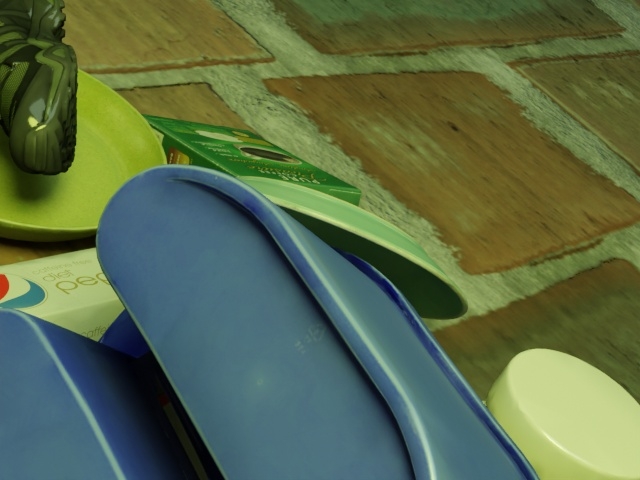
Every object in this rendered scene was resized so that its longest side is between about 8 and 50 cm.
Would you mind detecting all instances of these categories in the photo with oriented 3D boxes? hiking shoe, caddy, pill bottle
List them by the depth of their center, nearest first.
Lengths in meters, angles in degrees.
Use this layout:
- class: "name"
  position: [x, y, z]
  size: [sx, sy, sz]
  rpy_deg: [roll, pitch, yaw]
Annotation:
- class: "caddy"
  position: [-0.036, 0.130, 0.666]
  size: [0.341, 0.241, 0.179]
  rpy_deg: [55, 8, 37]
- class: "pill bottle"
  position: [0.087, 0.167, 0.749]
  size: [0.121, 0.216, 0.121]
  rpy_deg: [22, 30, -13]
- class: "hiking shoe"
  position: [-0.234, -0.116, 0.978]
  size: [0.114, 0.086, 0.227]
  rpy_deg: [-2, 35, -15]

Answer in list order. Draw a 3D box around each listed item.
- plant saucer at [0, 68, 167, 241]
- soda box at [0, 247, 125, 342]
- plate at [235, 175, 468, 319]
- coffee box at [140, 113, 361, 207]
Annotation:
- class: "plant saucer"
  position: [-0.232, -0.072, 1.009]
  size: [0.241, 0.037, 0.241]
  rpy_deg: [19, 31, -12]
- class: "soda box"
  position: [-0.165, 0.057, 0.818]
  size: [0.069, 0.074, 0.216]
  rpy_deg: [26, 25, 34]
- class: "plate"
  position: [0.000, 0.000, 0.801]
  size: [0.188, 0.024, 0.188]
  rpy_deg: [21, -12, 5]
- class: "coffee box"
  position: [-0.064, -0.052, 1.073]
  size: [0.113, 0.040, 0.184]
  rpy_deg: [6, 15, -36]
